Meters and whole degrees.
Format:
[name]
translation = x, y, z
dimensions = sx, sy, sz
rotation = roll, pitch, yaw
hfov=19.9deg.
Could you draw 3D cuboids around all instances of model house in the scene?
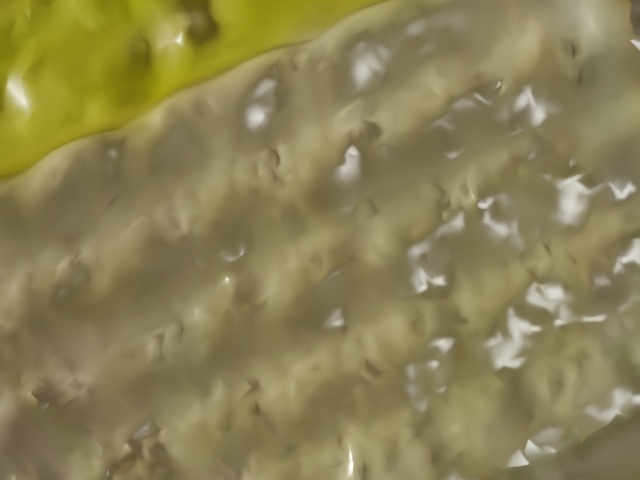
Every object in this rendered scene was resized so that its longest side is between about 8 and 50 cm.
[model house]
translation = 0.000, 0.000, 0.430
dimensions = 0.193, 0.175, 0.234
rotation = -24, 60, 7
